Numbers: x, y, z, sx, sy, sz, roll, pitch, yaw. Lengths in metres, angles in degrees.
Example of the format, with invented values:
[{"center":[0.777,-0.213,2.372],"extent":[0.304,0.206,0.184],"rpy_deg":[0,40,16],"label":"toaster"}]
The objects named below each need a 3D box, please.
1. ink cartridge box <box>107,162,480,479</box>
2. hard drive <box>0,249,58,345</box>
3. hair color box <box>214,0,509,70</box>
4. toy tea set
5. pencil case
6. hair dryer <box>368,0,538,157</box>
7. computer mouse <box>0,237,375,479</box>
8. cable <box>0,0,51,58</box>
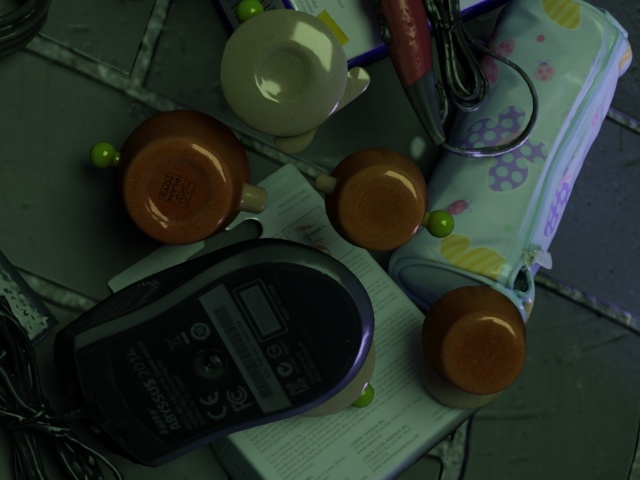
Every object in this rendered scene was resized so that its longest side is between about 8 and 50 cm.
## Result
[{"center":[-0.018,0.082,1.290],"extent":[0.189,0.066,0.232],"rpy_deg":[-35,73,-30],"label":"ink cartridge box"},{"center":[-0.253,0.032,1.182],"extent":[0.094,0.022,0.135],"rpy_deg":[-42,98,-29],"label":"hard drive"},{"center":[0.069,-0.254,1.378],"extent":[0.339,0.110,0.185],"rpy_deg":[-26,89,-29],"label":"hair color box"},{"center":[0.000,0.000,1.245],"extent":[0.200,0.124,0.336],"rpy_deg":[-36,99,4],"label":"toy tea set"},{"center":[0.149,-0.061,1.360],"extent":[0.113,0.124,0.273],"rpy_deg":[32,64,-17],"label":"pencil case"},{"center":[0.051,-0.202,1.248],"extent":[0.293,0.080,0.223],"rpy_deg":[19,70,-22],"label":"hair dryer"},{"center":[-0.095,0.068,1.156],"extent":[0.272,0.072,0.188],"rpy_deg":[-19,110,11],"label":"computer mouse"},{"center":[-0.298,-0.096,1.188],"extent":[0.139,0.072,0.287],"rpy_deg":[25,50,9],"label":"cable"}]
